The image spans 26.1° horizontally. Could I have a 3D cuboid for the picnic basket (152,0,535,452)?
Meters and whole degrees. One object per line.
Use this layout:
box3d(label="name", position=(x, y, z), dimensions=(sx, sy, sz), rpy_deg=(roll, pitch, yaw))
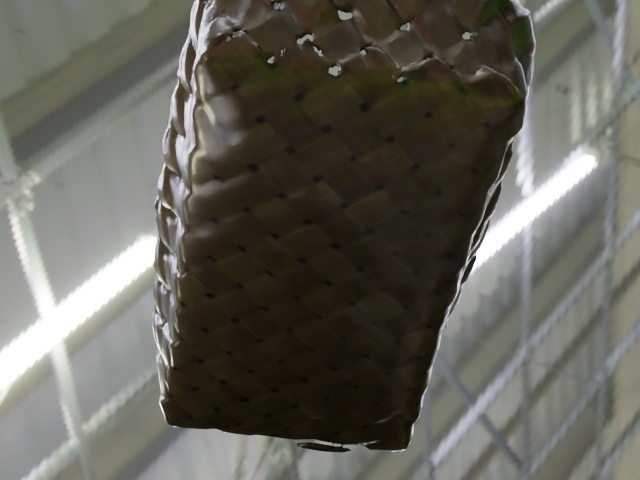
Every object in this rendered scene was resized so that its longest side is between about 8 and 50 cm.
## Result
box3d(label="picnic basket", position=(0.000, 0.000, 0.444), dimensions=(0.193, 0.110, 0.054), rpy_deg=(102, 174, -48))
